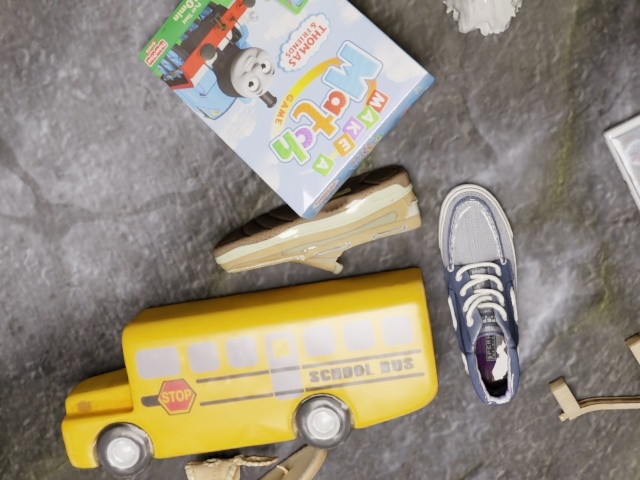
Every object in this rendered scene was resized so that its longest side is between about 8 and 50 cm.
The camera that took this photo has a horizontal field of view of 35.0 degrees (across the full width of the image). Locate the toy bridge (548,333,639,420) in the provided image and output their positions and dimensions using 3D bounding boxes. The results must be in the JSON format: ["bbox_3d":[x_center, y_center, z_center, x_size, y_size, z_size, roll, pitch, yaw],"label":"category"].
[{"bbox_3d":[0.301,0.117,0.928,0.188,0.026,0.063,-32,97,9],"label":"toy bridge"}]

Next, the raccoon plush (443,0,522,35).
[{"bbox_3d":[0.189,-0.427,0.806,0.299,0.216,0.447,-22,131,-10],"label":"raccoon plush"}]

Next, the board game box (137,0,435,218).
[{"bbox_3d":[-0.032,-0.148,0.871,0.211,0.039,0.160,44,100,13],"label":"board game box"}]

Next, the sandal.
[{"bbox_3d":[-0.107,0.245,0.948,0.240,0.088,0.079,-41,101,14],"label":"sandal"}]

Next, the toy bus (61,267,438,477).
[{"bbox_3d":[-0.063,0.117,0.912,0.332,0.108,0.130,-9,99,6],"label":"toy bus"}]

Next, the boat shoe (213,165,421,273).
[{"bbox_3d":[0.000,0.000,0.913,0.189,0.068,0.072,-20,109,7],"label":"boat shoe"}]

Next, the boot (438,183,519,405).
[{"bbox_3d":[0.147,0.046,0.896,0.069,0.086,0.190,-11,99,6],"label":"boot"}]

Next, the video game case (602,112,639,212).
[{"bbox_3d":[0.372,-0.062,0.894,0.190,0.022,0.173,-27,97,8],"label":"video game case"}]
